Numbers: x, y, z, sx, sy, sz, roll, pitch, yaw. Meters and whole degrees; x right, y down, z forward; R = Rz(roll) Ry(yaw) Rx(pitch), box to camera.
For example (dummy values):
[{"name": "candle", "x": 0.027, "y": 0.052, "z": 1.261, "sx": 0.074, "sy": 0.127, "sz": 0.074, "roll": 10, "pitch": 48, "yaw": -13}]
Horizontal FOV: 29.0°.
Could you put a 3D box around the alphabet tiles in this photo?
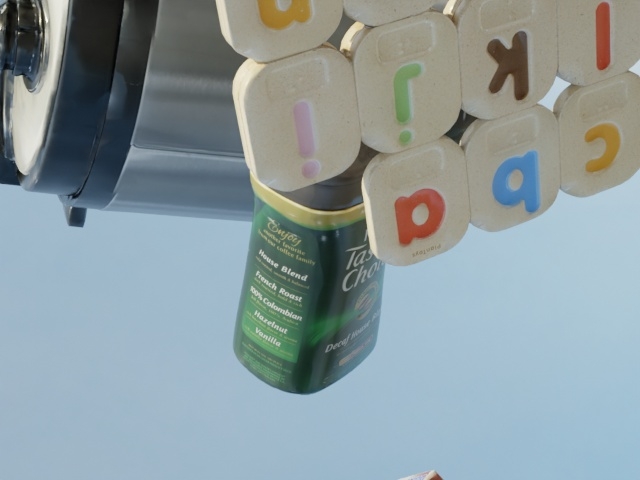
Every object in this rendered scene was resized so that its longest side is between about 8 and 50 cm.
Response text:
[{"name": "alphabet tiles", "x": 0.086, "y": -0.127, "z": 0.607, "sx": 0.021, "sy": 0.284, "sz": 0.278, "roll": -132, "pitch": 27, "yaw": -53}]

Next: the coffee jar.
[{"name": "coffee jar", "x": 0.000, "y": 0.000, "z": 0.760, "sx": 0.079, "sy": 0.184, "sz": 0.096, "roll": 31, "pitch": -137, "yaw": 28}]

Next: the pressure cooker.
[{"name": "pressure cooker", "x": -0.101, "y": -0.201, "z": 1.007, "sx": 0.420, "sy": 0.375, "sz": 0.370, "roll": 3, "pitch": -96, "yaw": -21}]

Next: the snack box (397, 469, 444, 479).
[{"name": "snack box", "x": 0.124, "y": 0.243, "z": 0.915, "sx": 0.178, "sy": 0.064, "sz": 0.022, "roll": 47, "pitch": -116, "yaw": -2}]
